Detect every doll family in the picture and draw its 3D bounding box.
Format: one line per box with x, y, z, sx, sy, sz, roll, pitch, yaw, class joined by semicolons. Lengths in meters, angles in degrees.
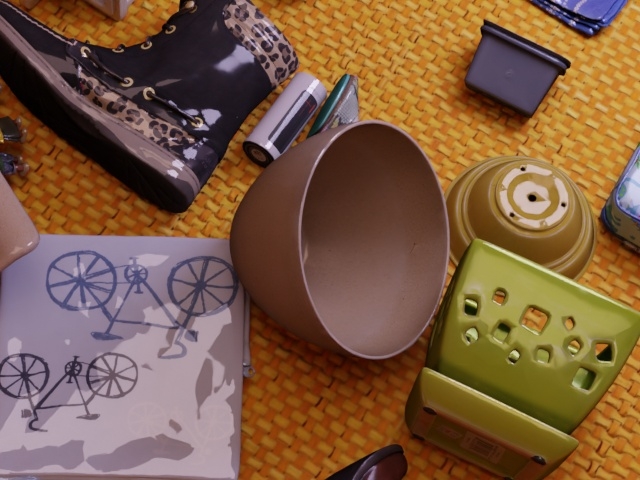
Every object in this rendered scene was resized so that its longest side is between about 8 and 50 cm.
-0.451;-0.159;1.757;0.111;0.076;0.193;-3;46;-45;doll family

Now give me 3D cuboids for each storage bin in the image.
0.266;-0.234;1.891;0.135;0.098;0.091;29;92;8;storage bin

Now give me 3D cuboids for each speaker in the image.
-0.048;-0.164;1.838;0.055;0.055;0.136;31;65;9;speaker

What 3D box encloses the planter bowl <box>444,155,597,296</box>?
0.271;-0.038;1.789;0.217;0.090;0.217;2;64;-5;planter bowl

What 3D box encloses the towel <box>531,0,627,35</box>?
0.337;-0.470;2.035;0.336;0.040;0.243;34;65;11;towel

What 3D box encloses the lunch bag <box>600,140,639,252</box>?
0.494;-0.069;1.826;0.176;0.090;0.219;29;65;9;lunch bag

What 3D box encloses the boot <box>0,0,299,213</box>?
-0.239;-0.247;1.812;0.377;0.138;0.284;38;67;8;boot

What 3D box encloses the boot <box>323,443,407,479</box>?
0.090;0.389;1.542;0.096;0.264;0.280;-34;87;23;boot

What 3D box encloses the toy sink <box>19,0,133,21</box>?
-0.298;-0.408;1.878;0.131;0.153;0.234;33;65;10;toy sink

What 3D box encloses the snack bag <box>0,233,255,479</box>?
-0.242;0.147;1.677;0.323;0.037;0.343;1;63;-4;snack bag

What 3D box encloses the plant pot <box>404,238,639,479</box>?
0.227;0.160;1.619;0.227;0.228;0.207;25;70;6;plant pot

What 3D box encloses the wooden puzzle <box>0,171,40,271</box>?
-0.550;-0.009;1.666;0.348;0.080;0.322;-36;69;-2;wooden puzzle

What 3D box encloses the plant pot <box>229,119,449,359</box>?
0.000;0.000;1.668;0.191;0.284;0.284;-1;54;42;plant pot

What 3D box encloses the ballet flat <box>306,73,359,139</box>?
0.005;-0.120;1.819;0.079;0.077;0.221;37;70;-8;ballet flat
